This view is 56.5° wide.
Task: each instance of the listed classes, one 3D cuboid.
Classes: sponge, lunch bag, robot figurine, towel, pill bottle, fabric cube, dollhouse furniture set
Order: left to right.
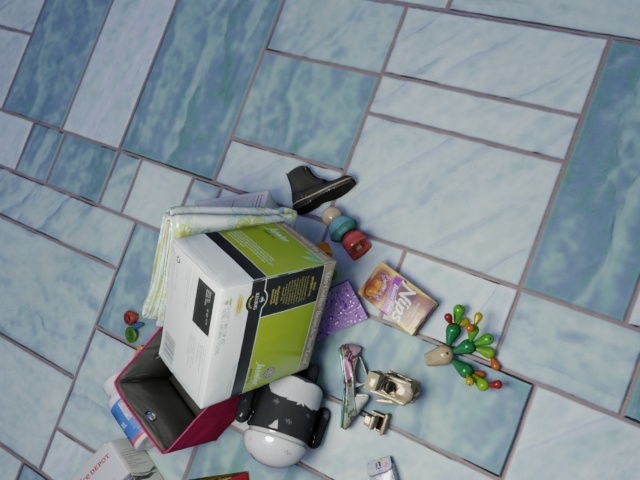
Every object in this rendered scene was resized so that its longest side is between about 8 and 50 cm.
[{"bbox_3d":[-0.549,0.498,1.766,0.124,0.124,0.221,-47,66,8],"label":"pill bottle"},{"bbox_3d":[-0.346,0.388,1.632,0.259,0.258,0.254,-48,68,7],"label":"fabric cube"},{"bbox_3d":[-0.252,0.066,1.532,0.090,0.374,0.321,45,126,42],"label":"towel"},{"bbox_3d":[-0.094,0.444,1.549,0.209,0.173,0.278,10,65,18],"label":"robot figurine"},{"bbox_3d":[0.012,0.199,1.623,0.210,0.031,0.117,-26,96,14],"label":"sponge"},{"bbox_3d":[0.157,0.592,1.503,0.071,0.053,0.083,-21,64,16],"label":"lunch bag"},{"bbox_3d":[0.165,0.412,1.461,0.101,0.182,0.161,17,86,24],"label":"dollhouse furniture set"}]

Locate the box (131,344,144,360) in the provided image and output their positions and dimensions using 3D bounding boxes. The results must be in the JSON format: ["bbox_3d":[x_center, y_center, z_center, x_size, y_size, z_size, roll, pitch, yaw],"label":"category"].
[{"bbox_3d":[-0.520,0.389,1.827,0.136,0.028,0.081,26,90,26],"label":"box"}]

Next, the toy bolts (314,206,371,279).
[{"bbox_3d":[0.000,0.000,1.609,0.228,0.218,0.158,-36,63,-6],"label":"toy bolts"}]

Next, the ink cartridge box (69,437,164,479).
[{"bbox_3d":[-0.563,0.762,1.718,0.223,0.129,0.307,-46,67,8],"label":"ink cartridge box"}]

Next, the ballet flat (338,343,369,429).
[{"bbox_3d":[0.088,0.383,1.565,0.079,0.077,0.222,-1,79,2],"label":"ballet flat"}]

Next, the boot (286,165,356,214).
[{"bbox_3d":[-0.008,-0.176,1.705,0.197,0.077,0.137,-23,67,15],"label":"boot"}]

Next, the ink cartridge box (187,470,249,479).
[{"bbox_3d":[-0.305,0.691,1.530,0.271,0.309,0.130,-15,75,18],"label":"ink cartridge box"}]

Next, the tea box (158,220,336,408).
[{"bbox_3d":[-0.176,0.161,1.409,0.220,0.323,0.329,38,124,39],"label":"tea box"}]

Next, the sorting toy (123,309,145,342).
[{"bbox_3d":[-0.583,0.268,1.873,0.061,0.042,0.102,-9,88,36],"label":"sorting toy"}]

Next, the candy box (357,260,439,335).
[{"bbox_3d":[0.204,0.152,1.566,0.186,0.053,0.109,37,94,22],"label":"candy box"}]

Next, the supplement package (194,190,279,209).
[{"bbox_3d":[-0.243,-0.037,1.714,0.244,0.134,0.139,-6,51,21],"label":"supplement package"}]

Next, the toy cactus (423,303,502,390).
[{"bbox_3d":[0.341,0.275,1.470,0.180,0.112,0.219,-25,80,26],"label":"toy cactus"}]
